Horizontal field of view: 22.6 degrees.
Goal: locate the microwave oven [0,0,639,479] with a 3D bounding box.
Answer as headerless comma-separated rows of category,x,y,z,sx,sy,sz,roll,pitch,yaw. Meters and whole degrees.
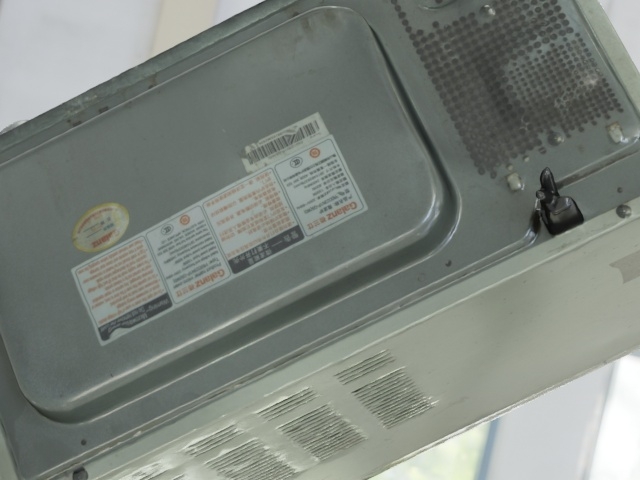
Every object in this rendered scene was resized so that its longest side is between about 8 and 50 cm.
microwave oven,0.000,0.000,0.585,0.145,0.241,0.194,67,6,25
